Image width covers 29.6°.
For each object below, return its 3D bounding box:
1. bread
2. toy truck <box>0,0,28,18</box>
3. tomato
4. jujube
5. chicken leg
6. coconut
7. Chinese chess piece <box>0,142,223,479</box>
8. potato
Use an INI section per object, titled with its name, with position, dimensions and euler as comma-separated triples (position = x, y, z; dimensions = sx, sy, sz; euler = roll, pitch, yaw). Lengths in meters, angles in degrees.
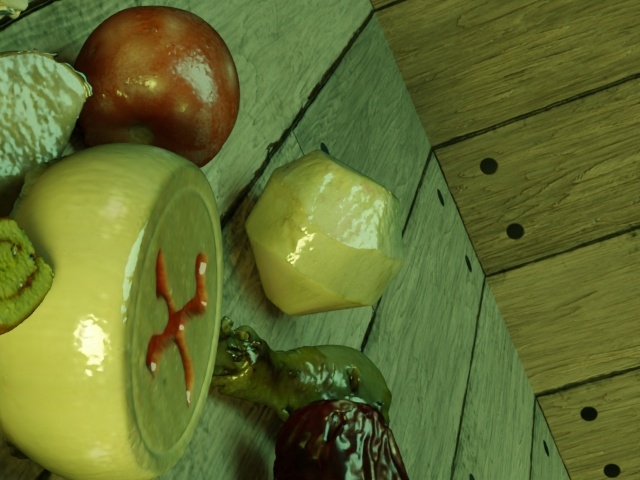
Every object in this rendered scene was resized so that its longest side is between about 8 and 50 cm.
[bread]
position = -0.321, 0.048, 0.980
dimensions = 0.132, 0.172, 0.103
euler = -62, 130, -67
[toy truck]
position = -0.365, -0.325, 1.285
dimensions = 0.213, 0.161, 0.176
euler = 18, 75, -68
[tomato]
position = -0.200, -0.186, 1.486
dimensions = 0.208, 0.208, 0.184
euler = 56, 32, -38
[jujube]
position = 0.026, 0.378, 1.570
dimensions = 0.216, 0.216, 0.342
euler = 24, 59, -65
[chicken leg]
position = -0.033, 0.203, 1.723
dimensions = 0.429, 0.153, 0.201
euler = 30, 32, -52
[coconut]
position = 0.000, 0.000, 1.869
dimensions = 0.259, 0.259, 0.259
euler = 54, 25, -41
[Chinese chess piece]
position = -0.201, 0.071, 1.199
dimensions = 0.338, 0.141, 0.338
euler = 6, 90, -77
[potato]
position = -0.332, -0.086, 1.202
dimensions = 0.138, 0.098, 0.243
euler = 40, 52, -39
